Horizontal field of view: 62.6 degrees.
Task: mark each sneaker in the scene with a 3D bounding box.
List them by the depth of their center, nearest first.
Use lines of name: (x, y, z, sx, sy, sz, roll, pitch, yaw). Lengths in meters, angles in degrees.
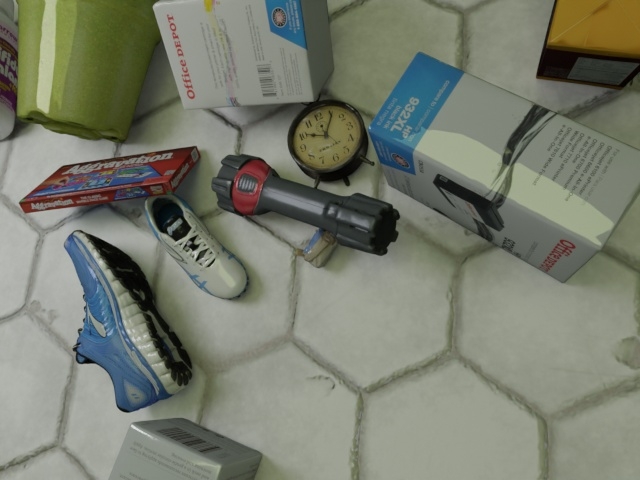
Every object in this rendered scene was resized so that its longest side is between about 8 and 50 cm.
sneaker: (-0.348, 0.126, 0.849, 0.147, 0.130, 0.330, -34, 70, 0)
sneaker: (-0.213, 0.008, 0.871, 0.085, 0.086, 0.237, -45, 71, -3)

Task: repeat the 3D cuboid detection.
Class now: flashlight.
flashlight: (-0.027, -0.055, 0.806, 0.304, 0.103, 0.103, 20, 47, 29)

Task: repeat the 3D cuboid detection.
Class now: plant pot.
plant pot: (-0.419, -0.318, 0.939, 0.276, 0.276, 0.254, 8, 89, 16)

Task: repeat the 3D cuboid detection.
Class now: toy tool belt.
toy tool belt: (0.000, 0.000, 0.838, 0.051, 0.052, 0.083, 33, 84, 11)

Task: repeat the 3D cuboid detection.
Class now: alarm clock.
alarm clock: (0.008, -0.180, 0.878, 0.129, 0.064, 0.192, -23, 73, 7)

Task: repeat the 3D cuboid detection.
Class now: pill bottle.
pill bottle: (-0.693, -0.364, 1.047, 0.169, 0.169, 0.302, -8, 74, 12)

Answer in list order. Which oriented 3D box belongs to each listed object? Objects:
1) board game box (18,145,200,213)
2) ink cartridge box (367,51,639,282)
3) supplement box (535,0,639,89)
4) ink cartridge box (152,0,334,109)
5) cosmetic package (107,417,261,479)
board game box: (-0.366, -0.109, 0.926, 0.281, 0.027, 0.145, -6, 31, 12)
ink cartridge box: (0.238, -0.088, 0.711, 0.307, 0.223, 0.129, 32, 85, 20)
supplement box: (0.395, -0.333, 0.730, 0.129, 0.194, 0.191, 14, 97, 17)
ink cartridge box: (-0.114, -0.330, 0.862, 0.232, 0.171, 0.168, 1, 35, 14)
cosmetic package: (-0.200, 0.366, 0.734, 0.151, 0.151, 0.184, 17, 79, 18)
